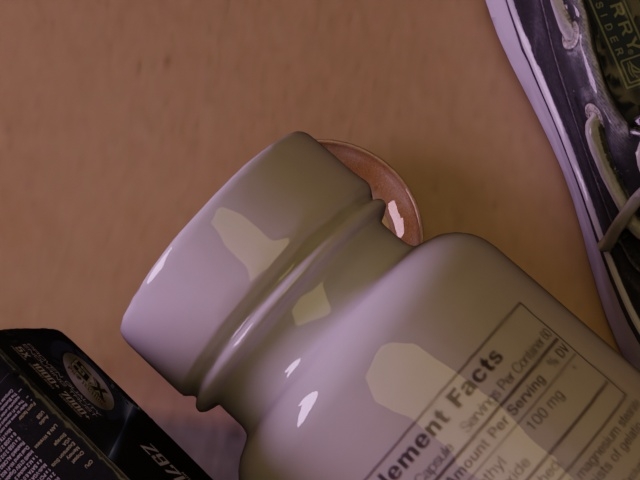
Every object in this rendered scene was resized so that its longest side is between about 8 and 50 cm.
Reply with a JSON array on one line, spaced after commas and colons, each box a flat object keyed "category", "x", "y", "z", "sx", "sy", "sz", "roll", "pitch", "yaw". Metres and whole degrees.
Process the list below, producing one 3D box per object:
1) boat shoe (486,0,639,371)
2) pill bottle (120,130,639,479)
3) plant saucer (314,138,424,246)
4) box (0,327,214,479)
[{"category": "boat shoe", "x": 0.159, "y": -0.031, "z": 0.717, "sx": 0.113, "sy": 0.105, "sz": 0.306, "roll": -17, "pitch": 73, "yaw": -8}, {"category": "pill bottle", "x": 0.045, "y": 0.072, "z": 0.658, "sx": 0.229, "sy": 0.131, "sz": 0.131, "roll": 41, "pitch": 75, "yaw": 7}, {"category": "plant saucer", "x": 0.000, "y": 0.000, "z": 0.746, "sx": 0.083, "sy": 0.015, "sz": 0.083, "roll": 1, "pitch": 73, "yaw": -3}, {"category": "box", "x": -0.111, "y": 0.143, "z": 0.632, "sx": 0.147, "sy": 0.077, "sz": 0.180, "roll": 43, "pitch": 97, "yaw": 11}]
